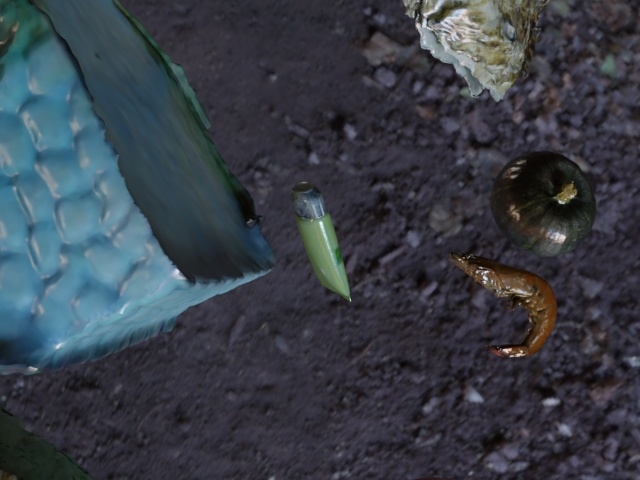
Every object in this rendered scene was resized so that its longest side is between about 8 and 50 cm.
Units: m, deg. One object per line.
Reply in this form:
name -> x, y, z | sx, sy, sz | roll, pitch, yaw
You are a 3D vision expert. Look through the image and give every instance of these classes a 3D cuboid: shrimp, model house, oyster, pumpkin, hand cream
shrimp -> 0.167, 0.057, 1.019 | 0.127, 0.025, 0.091 | 33, 75, -8
model house -> -0.191, -0.018, 0.671 | 0.241, 0.261, 0.225 | -32, 85, 9
oyster -> 0.137, -0.241, 0.981 | 0.112, 0.267, 0.198 | 11, 65, 29
pumpkin -> 0.340, -0.059, 1.637 | 0.167, 0.125, 0.167 | 1, 60, -2
hand cream -> 0.000, 0.000, 1.550 | 0.046, 0.095, 0.175 | -29, 115, -20

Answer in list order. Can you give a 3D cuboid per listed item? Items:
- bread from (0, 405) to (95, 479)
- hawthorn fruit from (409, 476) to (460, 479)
bread -> -0.227, 0.160, 0.649 | 0.064, 0.232, 0.172 | -1, 68, -62
hawthorn fruit -> 0.176, 0.544, 1.879 | 0.308, 0.265, 0.265 | -1, 55, 8
